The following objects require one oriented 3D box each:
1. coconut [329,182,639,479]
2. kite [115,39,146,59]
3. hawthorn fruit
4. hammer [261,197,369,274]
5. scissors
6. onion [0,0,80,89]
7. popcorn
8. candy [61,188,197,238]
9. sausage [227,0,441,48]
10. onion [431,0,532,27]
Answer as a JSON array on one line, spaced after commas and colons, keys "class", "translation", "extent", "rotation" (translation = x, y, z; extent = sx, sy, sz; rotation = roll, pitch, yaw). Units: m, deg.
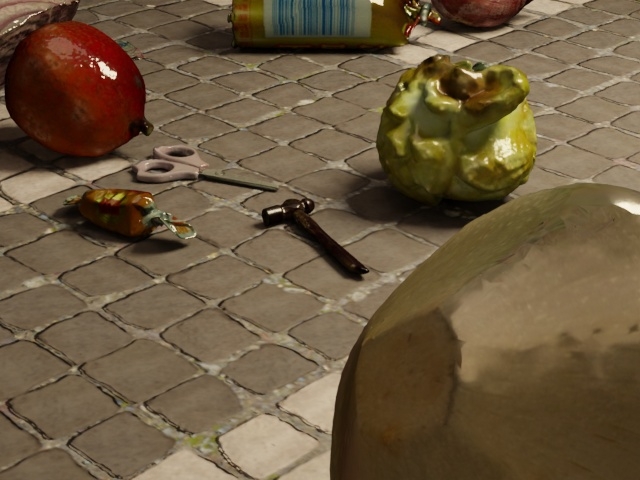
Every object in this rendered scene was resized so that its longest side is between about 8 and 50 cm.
[{"class": "coconut", "translation": [0.165, 0.137, 0.861], "extent": [0.352, 0.353, 0.353], "rotation": [0, 27, 0]}, {"class": "kite", "translation": [-0.332, -0.282, 2.024], "extent": [0.152, 0.005, 0.137], "rotation": [7, 27, 17]}, {"class": "hawthorn fruit", "translation": [-0.291, -0.177, 1.651], "extent": [0.188, 0.169, 0.169], "rotation": [37, 37, 10]}, {"class": "hammer", "translation": [0.000, 0.000, 1.445], "extent": [0.065, 0.021, 0.178], "rotation": [-14, 32, -24]}, {"class": "scissors", "translation": [-0.133, -0.081, 1.613], "extent": [0.189, 0.015, 0.100], "rotation": [14, 32, 23]}, {"class": "onion", "translation": [-0.448, -0.241, 1.690], "extent": [0.250, 0.111, 0.247], "rotation": [-41, 4, -39]}, {"class": "popcorn", "translation": [0.162, -0.132, 1.519], "extent": [0.197, 0.212, 0.198], "rotation": [5, 58, -8]}, {"class": "candy", "translation": [-0.215, -0.034, 1.482], "extent": [0.182, 0.046, 0.053], "rotation": [15, 29, 32]}, {"class": "sausage", "translation": [0.024, -0.345, 2.024], "extent": [0.317, 0.117, 0.125], "rotation": [2, 41, 0]}, {"class": "onion", "translation": [0.269, -0.402, 2.104], "extent": [0.194, 0.160, 0.159], "rotation": [11, 24, -15]}]
